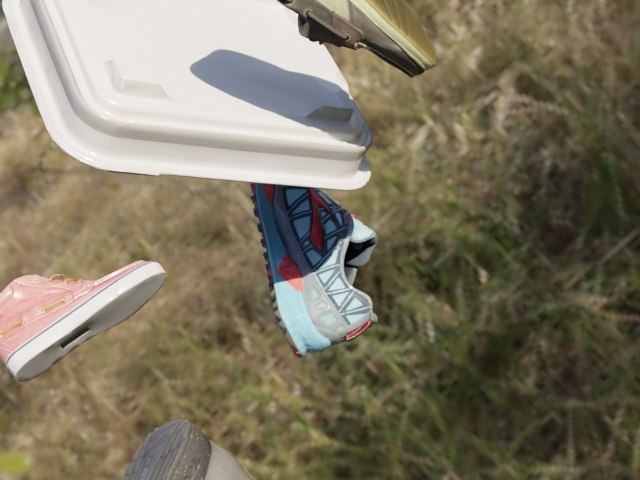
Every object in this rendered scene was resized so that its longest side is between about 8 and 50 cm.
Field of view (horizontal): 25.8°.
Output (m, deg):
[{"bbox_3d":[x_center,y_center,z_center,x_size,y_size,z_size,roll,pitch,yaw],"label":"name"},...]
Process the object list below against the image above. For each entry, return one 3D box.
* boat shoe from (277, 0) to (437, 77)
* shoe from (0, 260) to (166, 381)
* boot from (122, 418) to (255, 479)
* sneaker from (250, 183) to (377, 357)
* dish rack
[{"bbox_3d":[0.006,-0.205,1.193,0.073,0.223,0.080,-41,34,22],"label":"boat shoe"},{"bbox_3d":[-0.241,0.055,1.350,0.178,0.081,0.063,-35,-21,-13],"label":"shoe"},{"bbox_3d":[-0.124,0.358,1.309,0.118,0.222,0.338,-6,49,55],"label":"boot"},{"bbox_3d":[0.000,0.000,1.537,0.125,0.262,0.104,-14,-25,3],"label":"sneaker"},{"bbox_3d":[-0.116,-0.171,1.335,0.072,0.332,0.285,-62,39,33],"label":"dish rack"}]
